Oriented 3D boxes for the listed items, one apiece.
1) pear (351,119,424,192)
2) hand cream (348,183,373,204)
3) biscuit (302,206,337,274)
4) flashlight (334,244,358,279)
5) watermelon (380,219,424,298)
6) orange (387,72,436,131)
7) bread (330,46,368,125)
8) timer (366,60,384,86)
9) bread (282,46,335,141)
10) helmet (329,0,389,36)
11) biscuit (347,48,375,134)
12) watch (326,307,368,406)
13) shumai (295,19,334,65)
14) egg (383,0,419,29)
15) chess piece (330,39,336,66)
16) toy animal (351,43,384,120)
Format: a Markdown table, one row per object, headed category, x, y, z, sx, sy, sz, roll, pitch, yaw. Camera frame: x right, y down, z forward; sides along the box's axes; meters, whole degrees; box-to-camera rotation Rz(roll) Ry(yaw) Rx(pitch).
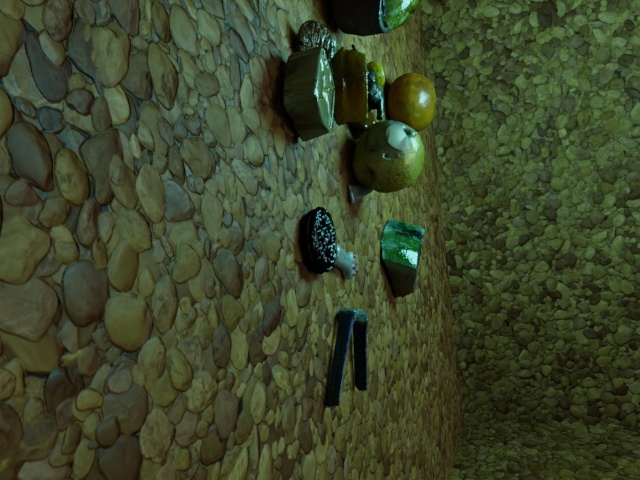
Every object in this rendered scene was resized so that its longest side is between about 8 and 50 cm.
| category | x | y | z | sx | sy | sz | roll | pitch | yaw |
| --- | --- | --- | --- | --- | --- | --- | --- | --- | --- |
| pear | 0.241 | -0.298 | 1.875 | 0.271 | 0.271 | 0.271 | -5 | 90 | -68 |
| hand cream | 0.148 | -0.182 | 1.904 | 0.210 | 0.043 | 0.067 | -27 | 109 | -61 |
| biscuit | 0.000 | 0.000 | 1.472 | 0.194 | 0.053 | 0.194 | -6 | 90 | -68 |
| flashlight | 0.074 | 0.063 | 1.650 | 0.200 | 0.047 | 0.093 | 40 | 49 | -61 |
| watermelon | 0.377 | 0.068 | 2.254 | 0.264 | 0.151 | 0.302 | -73 | 149 | -45 |
| orange | 0.436 | -0.654 | 2.472 | 0.284 | 0.226 | 0.284 | 1 | 90 | -71 |
| bread | 0.093 | -0.515 | 1.684 | 0.134 | 0.129 | 0.260 | -4 | 92 | -84 |
| timer | 0.225 | -0.676 | 2.103 | 0.107 | 0.109 | 0.107 | 56 | -15 | 23 |
| bread | -0.033 | -0.395 | 1.411 | 0.192 | 0.110 | 0.210 | 57 | 35 | -60 |
| helmet | 0.128 | -0.858 | 1.793 | 0.271 | 0.197 | 0.338 | 57 | 27 | -64 |
| biscuit | 0.143 | -0.543 | 1.942 | 0.262 | 0.052 | 0.277 | 31 | 58 | -60 |
| watch | 0.080 | 0.346 | 1.597 | 0.276 | 0.068 | 0.274 | 14 | 77 | -67 |
| shumai | -0.027 | -0.557 | 1.516 | 0.123 | 0.105 | 0.139 | -20 | 97 | -23 |
| egg | 0.307 | -1.040 | 2.219 | 0.238 | 0.238 | 0.289 | 46 | 54 | -57 |
| chess piece | 0.018 | -0.562 | 1.646 | 0.059 | 0.059 | 0.149 | 27 | 65 | -64 |
| toy animal | 0.153 | -0.534 | 1.812 | 0.269 | 0.082 | 0.137 | 56 | 35 | -39 |
